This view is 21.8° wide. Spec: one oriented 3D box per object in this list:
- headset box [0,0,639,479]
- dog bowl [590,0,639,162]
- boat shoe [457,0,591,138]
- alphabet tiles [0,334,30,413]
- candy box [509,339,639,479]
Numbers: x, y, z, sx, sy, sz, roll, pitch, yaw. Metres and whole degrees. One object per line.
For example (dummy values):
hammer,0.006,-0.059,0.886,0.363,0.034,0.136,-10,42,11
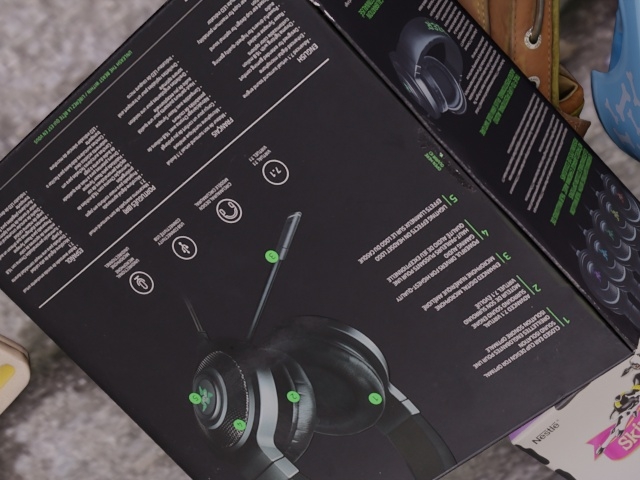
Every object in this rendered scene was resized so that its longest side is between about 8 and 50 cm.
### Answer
headset box,0.000,0.000,0.845,0.283,0.131,0.246,46,121,-9
dog bowl,0.233,-0.143,0.921,0.166,0.074,0.297,-14,126,-1
boat shoe,0.103,-0.061,0.931,0.104,0.110,0.307,-13,127,-2
alphabet tiles,-0.319,0.057,0.973,0.284,0.021,0.278,33,112,-30
candy box,0.237,0.104,1.107,0.196,0.070,0.165,34,113,-31
